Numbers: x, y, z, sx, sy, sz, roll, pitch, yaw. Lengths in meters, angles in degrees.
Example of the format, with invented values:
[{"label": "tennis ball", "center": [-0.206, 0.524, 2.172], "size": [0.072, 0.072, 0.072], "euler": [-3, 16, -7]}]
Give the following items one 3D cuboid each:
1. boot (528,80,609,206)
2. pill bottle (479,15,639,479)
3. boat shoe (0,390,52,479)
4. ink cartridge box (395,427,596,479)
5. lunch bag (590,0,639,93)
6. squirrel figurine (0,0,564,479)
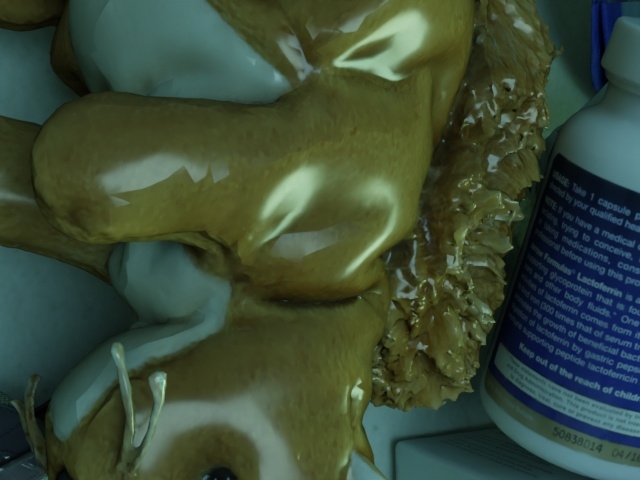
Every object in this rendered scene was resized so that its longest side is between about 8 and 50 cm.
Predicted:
[{"label": "boot", "center": [0.194, -0.008, 0.886], "size": [0.258, 0.123, 0.095], "euler": [-54, 159, 25]}, {"label": "pill bottle", "center": [0.204, 0.005, 0.741], "size": [0.153, 0.153, 0.264], "euler": [3, 112, -28]}, {"label": "boat shoe", "center": [-0.185, 0.131, 0.706], "size": [0.285, 0.103, 0.092], "euler": [-19, 96, -30]}, {"label": "ink cartridge box", "center": [0.286, 0.222, 0.853], "size": [0.385, 0.279, 0.160], "euler": [-4, 95, -28]}, {"label": "lunch bag", "center": [0.398, -0.167, 0.925], "size": [0.328, 0.239, 0.385], "euler": [-46, 118, -17]}, {"label": "squirrel figurine", "center": [0.000, 0.000, 0.663], "size": [0.397, 0.281, 0.370], "euler": [6, 74, -45]}]
